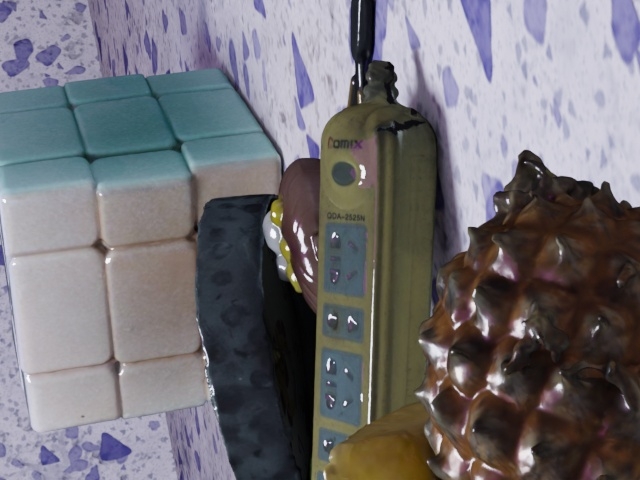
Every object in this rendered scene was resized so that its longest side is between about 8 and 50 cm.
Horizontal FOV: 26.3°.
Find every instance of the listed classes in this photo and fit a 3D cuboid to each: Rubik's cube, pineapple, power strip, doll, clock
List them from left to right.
[{"bbox_3d":[-0.226,0.000,1.653,0.322,0.315,0.319,-124,30,-58],"label":"Rubik's cube"},{"bbox_3d":[-0.046,0.105,1.293,0.312,0.061,0.313,-10,-90,-82],"label":"clock"},{"bbox_3d":[0.001,0.009,1.203,0.188,0.096,0.145,85,175,-69],"label":"doll"},{"bbox_3d":[0.036,0.060,1.011,0.092,0.066,0.388,5,93,56],"label":"power strip"},{"bbox_3d":[0.115,0.048,0.623,0.166,0.166,0.193,117,144,-67],"label":"pineapple"}]

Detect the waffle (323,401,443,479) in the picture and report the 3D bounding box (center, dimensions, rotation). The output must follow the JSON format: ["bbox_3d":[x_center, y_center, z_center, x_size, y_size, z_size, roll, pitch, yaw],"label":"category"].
[{"bbox_3d":[0.091,0.192,0.744,0.248,0.055,0.221,-11,-89,-64],"label":"waffle"}]

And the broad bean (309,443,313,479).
[{"bbox_3d":[0.017,0.240,1.210,0.144,0.049,0.292,-24,-63,-83],"label":"broad bean"}]

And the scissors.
[{"bbox_3d":[0.033,-0.154,1.123,0.088,0.017,0.220,-113,20,-56],"label":"scissors"}]
